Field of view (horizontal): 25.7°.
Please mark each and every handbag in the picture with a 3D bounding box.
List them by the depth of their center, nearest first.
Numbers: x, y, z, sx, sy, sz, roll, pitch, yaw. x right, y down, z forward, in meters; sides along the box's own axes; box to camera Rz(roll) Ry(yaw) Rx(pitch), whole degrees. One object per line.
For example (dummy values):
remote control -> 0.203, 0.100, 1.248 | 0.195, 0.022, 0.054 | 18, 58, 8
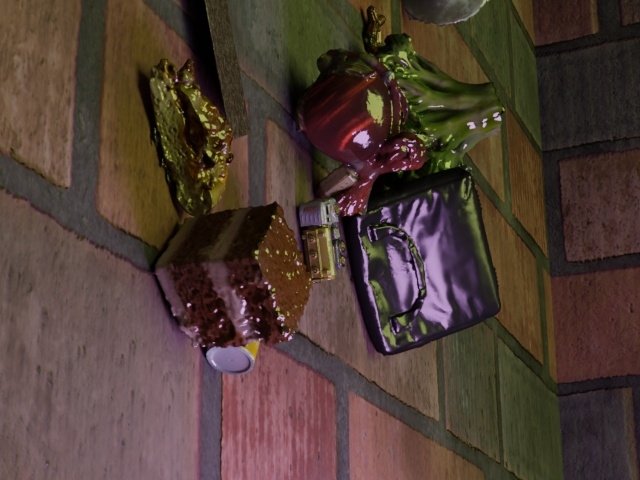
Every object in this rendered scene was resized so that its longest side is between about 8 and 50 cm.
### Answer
handbag -> 0.164, 0.032, 2.309 | 0.088, 0.244, 0.275 | 31, -42, 63

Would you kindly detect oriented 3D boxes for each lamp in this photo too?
lamp -> 0.040, -0.168, 2.116 | 0.151, 0.215, 0.223 | -1, 60, -56
lamp -> 0.096, -0.374, 2.516 | 0.063, 0.031, 0.083 | 29, 59, -64

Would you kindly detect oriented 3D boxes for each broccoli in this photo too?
broccoli -> 0.197, -0.209, 2.415 | 0.248, 0.245, 0.288 | -83, 162, -57

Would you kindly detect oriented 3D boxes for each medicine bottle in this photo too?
medicine bottle -> -0.091, 0.067, 1.778 | 0.218, 0.074, 0.074 | -77, 152, -41

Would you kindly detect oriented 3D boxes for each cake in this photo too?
cake -> -0.103, 0.043, 1.640 | 0.134, 0.147, 0.135 | -69, 145, -56

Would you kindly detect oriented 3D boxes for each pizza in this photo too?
pizza -> -0.149, -0.141, 1.688 | 0.154, 0.069, 0.194 | -76, 155, -44

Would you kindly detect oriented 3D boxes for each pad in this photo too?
pad -> -0.126, -0.251, 1.848 | 0.158, 0.003, 0.235 | -51, 132, -80

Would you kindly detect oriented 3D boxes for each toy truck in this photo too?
toy truck -> 0.000, 0.000, 2.078 | 0.063, 0.052, 0.123 | -11, 94, -64

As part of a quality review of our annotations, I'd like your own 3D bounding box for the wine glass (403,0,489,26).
wine glass -> 0.213, -0.559, 2.625 | 0.323, 0.238, 0.238 | 59, 29, -69
